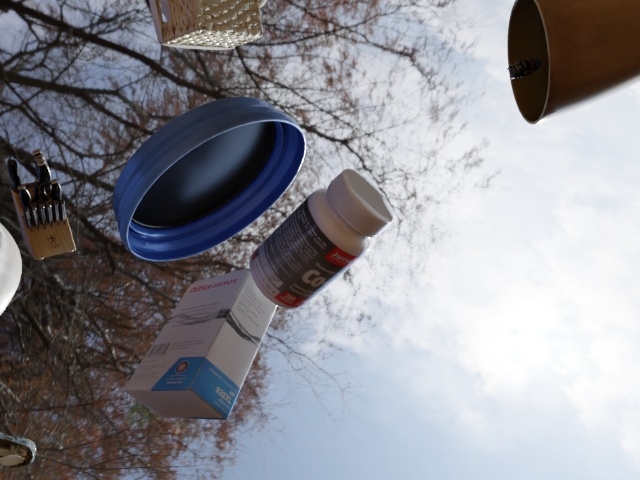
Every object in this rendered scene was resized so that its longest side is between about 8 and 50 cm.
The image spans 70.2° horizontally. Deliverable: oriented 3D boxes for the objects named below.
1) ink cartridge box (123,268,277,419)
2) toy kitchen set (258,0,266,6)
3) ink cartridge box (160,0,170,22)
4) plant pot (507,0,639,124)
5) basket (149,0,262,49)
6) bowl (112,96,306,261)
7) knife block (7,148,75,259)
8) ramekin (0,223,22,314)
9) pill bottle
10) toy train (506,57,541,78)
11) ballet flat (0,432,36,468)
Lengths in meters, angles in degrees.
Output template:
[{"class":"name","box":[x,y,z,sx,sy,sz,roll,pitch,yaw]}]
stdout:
[{"class":"ink cartridge box","box":[-0.260,0.234,1.041,0.129,0.223,0.307,53,-139,-30]},{"class":"toy kitchen set","box":[-0.256,-0.793,1.345,0.122,0.166,0.207,33,-139,19]},{"class":"ink cartridge box","box":[-0.267,-0.613,0.947,0.261,0.066,0.296,-43,-66,-31]},{"class":"plant pot","box":[0.507,-0.356,0.834,0.237,0.254,0.237,-9,-90,-80]},{"class":"basket","box":[-0.189,-0.395,0.775,0.167,0.103,0.113,-26,-66,-51]},{"class":"bowl","box":[-0.205,-0.110,0.874,0.391,0.391,0.077,-25,-110,-41]},{"class":"knife block","box":[-0.661,-0.088,1.065,0.088,0.276,0.242,-18,-72,-34]},{"class":"ramekin","box":[-0.442,0.004,0.402,0.277,0.135,0.277,6,-141,-5]},{"class":"pill bottle","box":[0.000,0.000,0.918,0.161,0.283,0.161,35,-150,-23]},{"class":"toy train","box":[0.391,-0.331,0.867,0.158,0.036,0.027,-31,-90,-51]},{"class":"ballet flat","box":[-0.666,0.417,0.912,0.188,0.070,0.070,30,-130,-38]}]
